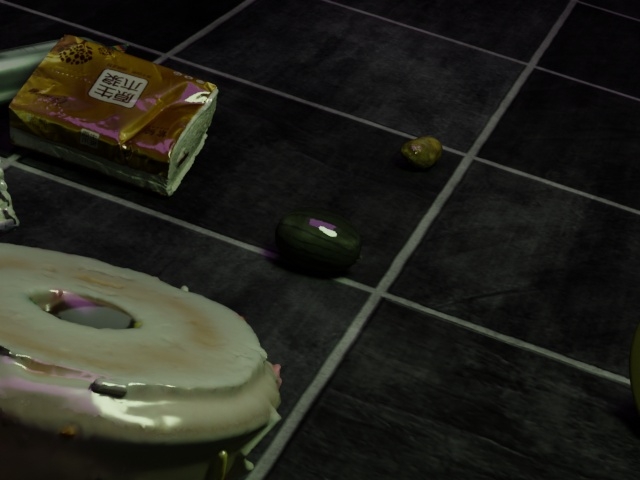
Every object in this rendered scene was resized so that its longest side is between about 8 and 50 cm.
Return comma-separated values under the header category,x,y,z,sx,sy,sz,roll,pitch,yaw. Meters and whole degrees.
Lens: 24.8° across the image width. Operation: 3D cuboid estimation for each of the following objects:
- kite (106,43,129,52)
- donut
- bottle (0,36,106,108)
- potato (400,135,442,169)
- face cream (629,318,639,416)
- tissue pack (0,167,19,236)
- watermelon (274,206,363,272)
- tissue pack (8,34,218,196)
category,x,y,z,sx,sy,sz,roll,pitch,yaw
kite,-0.316,-0.279,2.208,0.090,0.004,0.122,8,28,-12
donut,-0.222,0.121,1.272,0.382,0.142,0.382,15,13,-4
bottle,-0.391,-0.228,1.988,0.096,0.080,0.253,7,17,38
potato,0.147,-0.126,2.091,0.045,0.046,0.092,-14,4,27
face cream,0.466,0.136,1.543,0.179,0.218,0.218,-10,35,-37
tissue pack,-0.488,-0.006,1.374,0.242,0.125,0.343,-12,3,43
watermelon,0.000,0.000,1.744,0.110,0.078,0.078,14,27,-2
tissue pack,-0.265,-0.162,1.881,0.226,0.092,0.183,18,45,6
